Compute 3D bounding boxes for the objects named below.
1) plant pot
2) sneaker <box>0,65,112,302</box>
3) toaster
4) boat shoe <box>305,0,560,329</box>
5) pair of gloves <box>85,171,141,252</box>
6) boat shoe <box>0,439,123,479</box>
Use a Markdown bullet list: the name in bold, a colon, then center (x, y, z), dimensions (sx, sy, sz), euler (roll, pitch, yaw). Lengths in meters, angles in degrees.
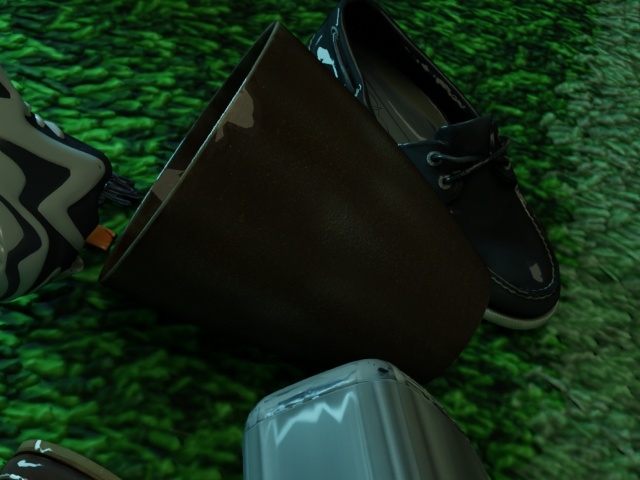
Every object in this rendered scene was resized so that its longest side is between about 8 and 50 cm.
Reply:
- **plant pot**: center (0.000, 0.000, 0.669), dimensions (0.230, 0.215, 0.215), euler (34, 48, -14)
- **sneaker**: center (-0.220, -0.071, 0.646), dimensions (0.235, 0.094, 0.153), euler (65, 15, 10)
- **toaster**: center (0.033, 0.170, 0.538), dimensions (0.227, 0.129, 0.146), euler (48, 22, -45)
- **boat shoe**: center (0.101, -0.081, 0.810), dimensions (0.127, 0.113, 0.340), euler (-16, 62, -31)
- **pair of gloves**: center (-0.183, -0.029, 0.724), dimensions (0.074, 0.010, 0.083), euler (23, 48, 0)
- **boat shoe**: center (-0.108, 0.197, 0.540), dimensions (0.207, 0.073, 0.073), euler (33, 47, 5)
